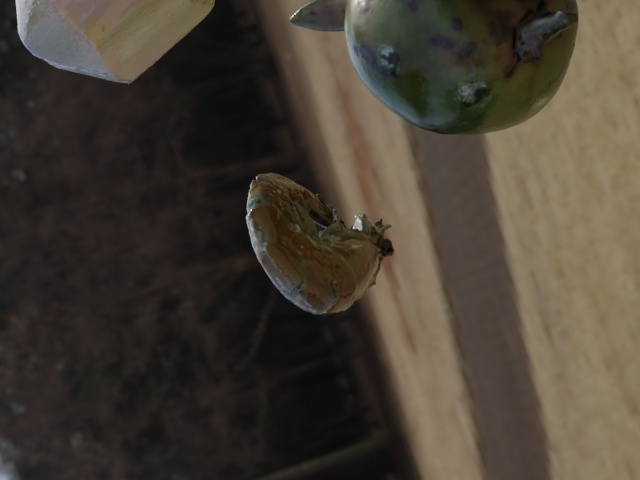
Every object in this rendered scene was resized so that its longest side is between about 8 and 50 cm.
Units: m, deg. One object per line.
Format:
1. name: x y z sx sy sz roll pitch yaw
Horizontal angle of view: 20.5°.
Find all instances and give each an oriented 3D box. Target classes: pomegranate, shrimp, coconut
1. pomegranate: 0.077 -0.161 1.176 0.220 0.156 0.156 51 166 36
2. shrimp: 0.000 0.000 1.132 0.099 0.041 0.180 55 -158 10
3. coconut: -0.176 -0.202 1.439 0.147 0.153 0.147 51 -174 -8
